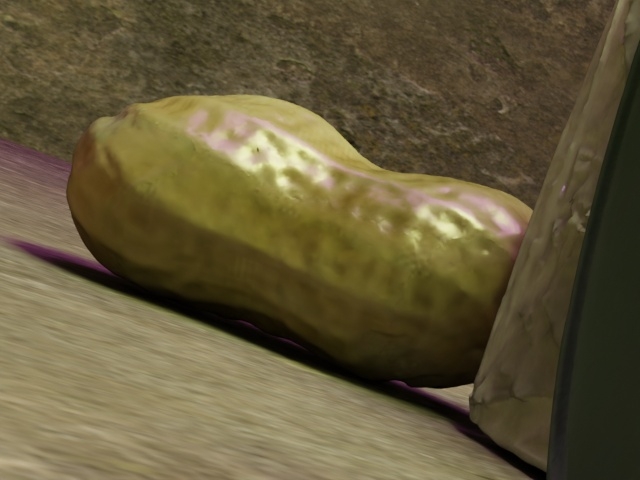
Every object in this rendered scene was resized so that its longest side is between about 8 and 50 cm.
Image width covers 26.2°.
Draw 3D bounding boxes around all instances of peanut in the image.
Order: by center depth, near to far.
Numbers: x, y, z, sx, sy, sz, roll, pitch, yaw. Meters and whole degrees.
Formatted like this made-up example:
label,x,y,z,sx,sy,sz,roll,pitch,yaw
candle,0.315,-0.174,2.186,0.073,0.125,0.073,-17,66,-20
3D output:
label,x,y,z,sx,sy,sz,roll,pitch,yaw
peanut,0.000,0.000,0.765,0.290,0.130,0.130,22,1,8

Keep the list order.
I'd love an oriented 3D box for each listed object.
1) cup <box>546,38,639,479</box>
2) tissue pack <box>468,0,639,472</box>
label,x,y,z,sx,sy,sz,roll,pitch,yaw
cup,0.271,0.049,0.349,0.392,0.310,0.401,16,-35,1
tissue pack,0.290,0.038,0.673,0.356,0.266,0.194,19,1,-20
